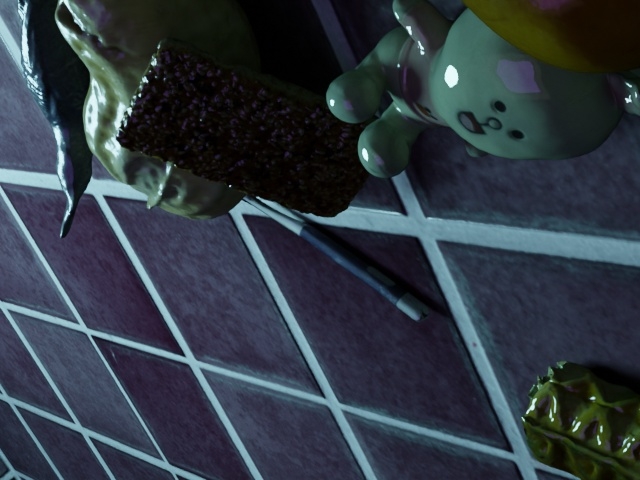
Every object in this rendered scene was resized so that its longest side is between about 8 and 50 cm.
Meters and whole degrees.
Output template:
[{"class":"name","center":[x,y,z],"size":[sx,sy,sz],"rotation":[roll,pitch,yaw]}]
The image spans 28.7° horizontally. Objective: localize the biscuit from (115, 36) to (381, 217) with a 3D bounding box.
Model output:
[{"class":"biscuit","center":[-0.057,-0.092,1.111],"size":[0.231,0.025,0.131],"rotation":[18,133,-18]}]

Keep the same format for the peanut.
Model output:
[{"class":"peanut","center":[-0.139,-0.153,1.177],"size":[0.174,0.158,0.340],"rotation":[5,137,4]}]

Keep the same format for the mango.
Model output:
[{"class":"mango","center":[0.126,-0.195,0.694],"size":[0.176,0.139,0.254],"rotation":[26,-152,-34]}]

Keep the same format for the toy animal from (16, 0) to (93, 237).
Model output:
[{"class":"toy animal","center":[-0.249,-0.198,1.223],"size":[0.081,0.205,0.367],"rotation":[4,137,4]}]

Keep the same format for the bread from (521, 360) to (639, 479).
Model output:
[{"class":"bread","center":[0.299,0.190,1.067],"size":[0.269,0.098,0.087],"rotation":[22,-177,38]}]

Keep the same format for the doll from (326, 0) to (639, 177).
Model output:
[{"class":"doll","center":[0.126,-0.123,0.913],"size":[0.275,0.113,0.155],"rotation":[-5,130,48]}]

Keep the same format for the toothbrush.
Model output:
[{"class":"toothbrush","center":[0.000,0.000,1.310],"size":[0.288,0.024,0.026],"rotation":[35,134,24]}]
